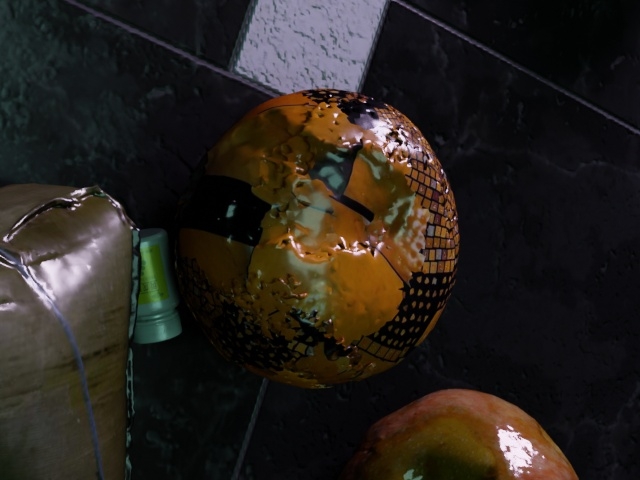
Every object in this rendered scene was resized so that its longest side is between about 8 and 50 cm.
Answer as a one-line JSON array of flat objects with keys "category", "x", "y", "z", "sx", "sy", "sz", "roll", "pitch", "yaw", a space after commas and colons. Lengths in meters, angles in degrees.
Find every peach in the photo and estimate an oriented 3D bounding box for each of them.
[{"category": "peach", "x": 0.132, "y": 0.234, "z": 1.073, "sx": 0.214, "sy": 0.235, "sz": 0.214, "roll": -3, "pitch": 95, "yaw": -42}]

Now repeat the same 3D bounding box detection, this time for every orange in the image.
[{"category": "orange", "x": 0.000, "y": 0.000, "z": 0.997, "sx": 0.234, "sy": 0.182, "sz": 0.234, "roll": 6, "pitch": 79, "yaw": -34}]

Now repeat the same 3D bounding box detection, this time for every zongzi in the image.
[{"category": "zongzi", "x": -0.244, "y": 0.155, "z": 0.774, "sx": 0.393, "sy": 0.174, "sz": 0.356, "roll": -23, "pitch": 112, "yaw": -72}]

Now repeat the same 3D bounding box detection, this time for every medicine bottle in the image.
[{"category": "medicine bottle", "x": -0.134, "y": 0.034, "z": 0.992, "sx": 0.047, "sy": 0.047, "sz": 0.083, "roll": -16, "pitch": 102, "yaw": -31}]
